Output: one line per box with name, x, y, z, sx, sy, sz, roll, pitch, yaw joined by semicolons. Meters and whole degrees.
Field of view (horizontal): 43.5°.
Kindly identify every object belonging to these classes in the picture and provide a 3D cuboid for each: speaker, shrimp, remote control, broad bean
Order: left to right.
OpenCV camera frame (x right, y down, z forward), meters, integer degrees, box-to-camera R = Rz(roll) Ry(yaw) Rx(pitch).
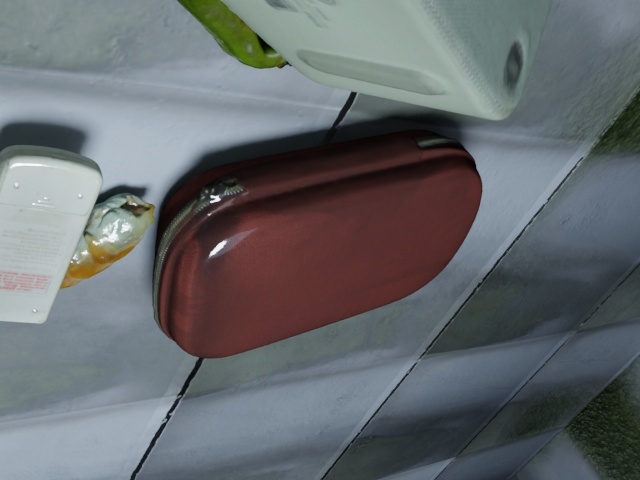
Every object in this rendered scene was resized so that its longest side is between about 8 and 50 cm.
remote control;-0.258;-0.001;0.702;0.088;0.029;0.190;8;128;-34
shrimp;-0.251;-0.020;0.745;0.161;0.049;0.166;-34;140;2
broad bean;-0.084;-0.220;0.615;0.098;0.056;0.318;-65;152;-5
speaker;0.005;-0.231;0.500;0.406;0.184;0.183;31;76;-57

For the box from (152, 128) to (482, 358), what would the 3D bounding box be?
box;0.000;0.000;0.920;0.404;0.108;0.263;-14;142;-28
